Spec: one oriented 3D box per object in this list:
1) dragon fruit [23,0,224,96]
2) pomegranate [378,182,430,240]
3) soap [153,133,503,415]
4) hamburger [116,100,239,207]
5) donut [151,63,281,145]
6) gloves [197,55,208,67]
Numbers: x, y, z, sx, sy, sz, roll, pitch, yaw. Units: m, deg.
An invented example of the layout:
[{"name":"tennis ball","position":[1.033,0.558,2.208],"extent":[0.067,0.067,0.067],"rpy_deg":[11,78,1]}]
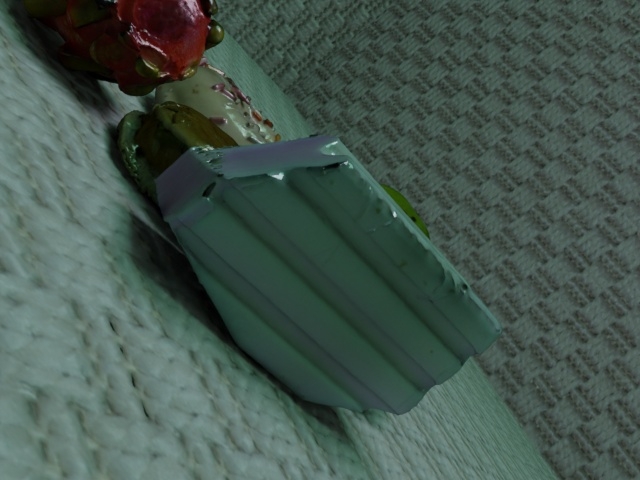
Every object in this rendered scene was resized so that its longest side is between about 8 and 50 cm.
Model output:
[{"name":"dragon fruit","position":[-0.304,-0.354,1.118],"extent":[0.307,0.243,0.227],"rpy_deg":[53,46,-16]},{"name":"pomegranate","position":[0.084,0.006,1.450],"extent":[0.260,0.260,0.341],"rpy_deg":[51,24,-5]},{"name":"soap","position":[0.004,0.042,0.975],"extent":[0.446,0.261,0.156],"rpy_deg":[44,12,-31]},{"name":"hamburger","position":[-0.158,-0.088,1.106],"extent":[0.285,0.134,0.265],"rpy_deg":[49,11,-32]},{"name":"donut","position":[-0.155,-0.173,1.439],"extent":[0.383,0.142,0.382],"rpy_deg":[51,9,-11]},{"name":"gloves","position":[-0.338,-0.431,1.646],"extent":[0.145,0.126,0.241],"rpy_deg":[33,-29,40]}]
